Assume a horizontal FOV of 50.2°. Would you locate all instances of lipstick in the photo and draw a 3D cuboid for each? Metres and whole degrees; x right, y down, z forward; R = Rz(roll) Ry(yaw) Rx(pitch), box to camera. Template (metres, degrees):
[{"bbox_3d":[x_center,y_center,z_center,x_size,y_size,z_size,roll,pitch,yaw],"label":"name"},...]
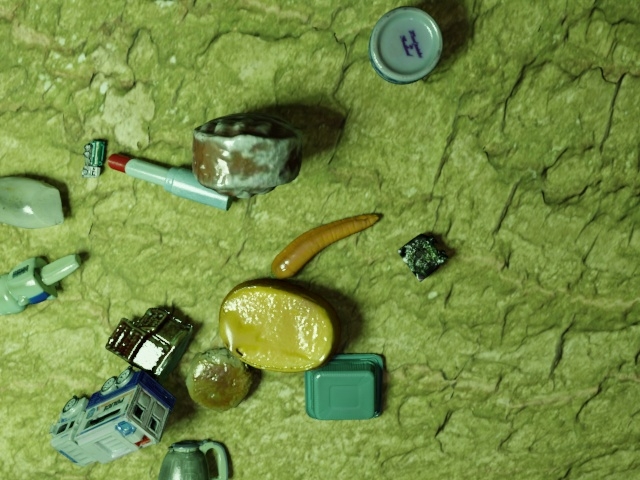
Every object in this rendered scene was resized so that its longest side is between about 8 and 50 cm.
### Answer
[{"bbox_3d":[-0.319,-0.131,1.455,0.274,0.068,0.061,18,106,4],"label":"lipstick"}]

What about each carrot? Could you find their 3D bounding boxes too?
[{"bbox_3d":[0.000,0.000,1.482,0.271,0.062,0.066,-35,65,1],"label":"carrot"}]

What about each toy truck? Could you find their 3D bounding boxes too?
[{"bbox_3d":[-0.486,-0.174,1.462,0.044,0.039,0.083,6,97,-15],"label":"toy truck"},{"bbox_3d":[-0.451,0.391,1.450,0.268,0.155,0.124,-28,119,24],"label":"toy truck"}]

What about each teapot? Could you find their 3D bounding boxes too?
[{"bbox_3d":[-0.288,0.505,1.534,0.149,0.111,0.108,1,85,5],"label":"teapot"}]

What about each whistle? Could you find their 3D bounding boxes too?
[{"bbox_3d":[-0.625,0.095,1.475,0.244,0.110,0.092,-25,130,3],"label":"whistle"}]

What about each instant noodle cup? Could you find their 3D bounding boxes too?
[{"bbox_3d":[0.053,0.336,1.528,0.179,0.070,0.157,-1,101,-1],"label":"instant noodle cup"}]

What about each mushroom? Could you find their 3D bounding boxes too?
[{"bbox_3d":[-0.686,-0.075,1.452,0.270,0.103,0.118,-3,93,11],"label":"mushroom"}]

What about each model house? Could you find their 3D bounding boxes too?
[{"bbox_3d":[-0.377,0.220,1.498,0.152,0.106,0.165,33,84,1],"label":"model house"}]

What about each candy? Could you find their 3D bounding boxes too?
[{"bbox_3d":[-0.142,-0.170,1.341,0.214,0.289,0.157,5,106,3],"label":"candy"}]

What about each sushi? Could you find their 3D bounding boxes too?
[{"bbox_3d":[0.224,0.031,1.488,0.084,0.056,0.083,-38,90,7],"label":"sushi"}]

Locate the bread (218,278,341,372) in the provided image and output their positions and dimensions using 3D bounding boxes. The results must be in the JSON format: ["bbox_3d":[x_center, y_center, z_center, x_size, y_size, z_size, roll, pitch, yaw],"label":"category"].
[{"bbox_3d":[-0.088,0.185,1.464,0.269,0.142,0.195,14,87,2],"label":"bread"}]

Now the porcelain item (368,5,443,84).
[{"bbox_3d":[0.170,-0.393,1.389,0.147,0.114,0.147,0,100,2],"label":"porcelain item"}]

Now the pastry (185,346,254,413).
[{"bbox_3d":[-0.223,0.307,1.515,0.153,0.081,0.153,0,95,-3],"label":"pastry"}]
